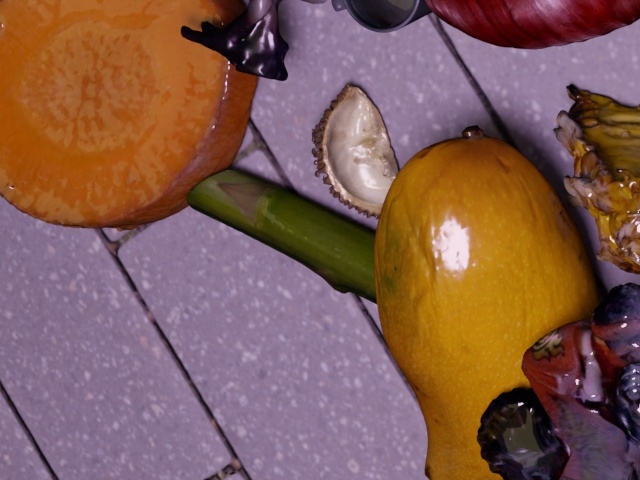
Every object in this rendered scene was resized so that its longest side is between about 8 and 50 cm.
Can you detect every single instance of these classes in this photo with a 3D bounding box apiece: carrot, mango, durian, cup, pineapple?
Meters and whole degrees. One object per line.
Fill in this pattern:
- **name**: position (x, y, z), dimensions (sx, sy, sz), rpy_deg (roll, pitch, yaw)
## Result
- **carrot**: position (-0.194, -0.145, 1.886), dimensions (0.307, 0.100, 0.258), rpy_deg (-42, 85, 29)
- **mango**: position (0.149, 0.074, 1.706), dimensions (0.187, 0.144, 0.359), rpy_deg (-14, 112, 7)
- **durian**: position (0.028, -0.075, 1.800), dimensions (0.066, 0.052, 0.130), rpy_deg (-15, 95, 30)
- **cup**: position (0.059, -0.221, 1.725), dimensions (0.100, 0.077, 0.078), rpy_deg (-15, 96, 32)
- **pineapple**: position (0.301, 0.004, 1.597), dimensions (0.334, 0.158, 0.161), rpy_deg (23, 115, 23)

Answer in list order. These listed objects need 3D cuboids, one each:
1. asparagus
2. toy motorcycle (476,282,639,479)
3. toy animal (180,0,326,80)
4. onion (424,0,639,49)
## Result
- **asparagus**: position (0.001, 0.000, 1.835), dimensions (0.278, 0.060, 0.067), rpy_deg (28, 137, 21)
- **toy motorcycle**: position (0.321, 0.147, 1.560), dimensions (0.401, 0.134, 0.207), rpy_deg (16, 119, 20)
- **toy animal**: position (-0.053, -0.302, 1.726), dimensions (0.195, 0.090, 0.324), rpy_deg (-7, 87, 42)
- **onion**: position (0.171, -0.285, 1.527), dimensions (0.273, 0.273, 0.285), rpy_deg (-14, 133, 33)
